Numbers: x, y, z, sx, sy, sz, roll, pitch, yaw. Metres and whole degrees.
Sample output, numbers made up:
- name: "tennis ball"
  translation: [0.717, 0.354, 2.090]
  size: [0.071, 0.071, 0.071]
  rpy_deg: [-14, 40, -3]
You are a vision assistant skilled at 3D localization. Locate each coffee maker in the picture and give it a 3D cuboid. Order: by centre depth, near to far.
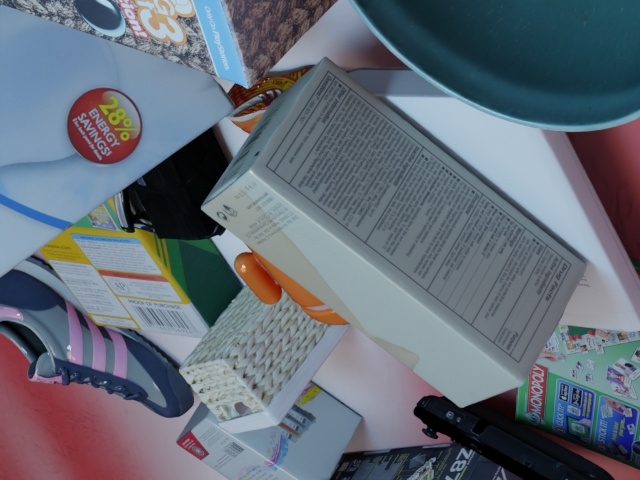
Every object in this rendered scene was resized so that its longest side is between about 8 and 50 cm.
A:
- name: "coffee maker"
  translation: [-0.151, -0.096, 1.889]
  size: [0.171, 0.120, 0.178]
  rpy_deg: [-6, 140, 12]

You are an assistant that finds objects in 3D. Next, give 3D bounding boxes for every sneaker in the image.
- name: "sneaker"
  translation: [-0.018, -0.131, 1.762]
  size: [0.175, 0.064, 0.067]
  rpy_deg: [7, 162, 44]
- name: "sneaker"
  translation: [-0.319, 0.161, 2.377]
  size: [0.319, 0.131, 0.112]
  rpy_deg: [37, 149, -9]

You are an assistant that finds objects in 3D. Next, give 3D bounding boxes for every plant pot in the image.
- name: "plant pot"
  translation: [0.168, -0.249, 1.262]
  size: [0.293, 0.196, 0.293]
  rpy_deg: [27, 148, 19]

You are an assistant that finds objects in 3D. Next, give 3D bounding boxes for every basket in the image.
- name: "basket"
  translation: [-0.067, 0.126, 2.067]
  size: [0.103, 0.167, 0.113]
  rpy_deg: [48, 146, -18]

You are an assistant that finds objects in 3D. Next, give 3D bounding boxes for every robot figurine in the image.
- name: "robot figurine"
  translation: [-0.002, 0.001, 1.857]
  size: [0.219, 0.158, 0.128]
  rpy_deg: [50, 161, -29]

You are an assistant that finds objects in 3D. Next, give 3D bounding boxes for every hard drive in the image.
- name: "hard drive"
  translation: [0.164, -0.035, 1.648]
  size: [0.203, 0.040, 0.307]
  rpy_deg: [5, 141, 39]

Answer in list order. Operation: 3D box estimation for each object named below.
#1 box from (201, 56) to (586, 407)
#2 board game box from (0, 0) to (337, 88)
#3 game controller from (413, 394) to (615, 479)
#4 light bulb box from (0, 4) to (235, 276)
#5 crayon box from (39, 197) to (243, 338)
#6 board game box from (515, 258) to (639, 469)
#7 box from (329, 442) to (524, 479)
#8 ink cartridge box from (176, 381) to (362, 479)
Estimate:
- name: "box"
  translation: [0.068, -0.002, 1.602]
  size: [0.311, 0.148, 0.121]
  rpy_deg: [39, 151, -10]
- name: "board game box"
  translation: [-0.143, -0.268, 1.243]
  size: [0.291, 0.141, 0.232]
  rpy_deg: [21, 145, 34]
- name: "game controller"
  translation: [0.237, 0.254, 1.973]
  size: [0.166, 0.067, 0.319]
  rpy_deg: [42, 170, -34]
- name: "light bulb box"
  translation: [-0.335, -0.154, 1.589]
  size: [0.358, 0.361, 0.225]
  rpy_deg: [56, 164, -12]
- name: "crayon box"
  translation: [-0.252, -0.024, 2.093]
  size: [0.203, 0.083, 0.323]
  rpy_deg: [5, 141, 38]
- name: "board game box"
  translation: [0.309, 0.129, 1.844]
  size: [0.213, 0.046, 0.317]
  rpy_deg: [22, 149, 18]
- name: "box"
  translation: [0.042, 0.426, 2.177]
  size: [0.097, 0.395, 0.318]
  rpy_deg: [46, 146, -19]
- name: "ink cartridge box"
  translation: [-0.064, 0.242, 2.267]
  size: [0.176, 0.127, 0.128]
  rpy_deg: [36, 149, -7]
